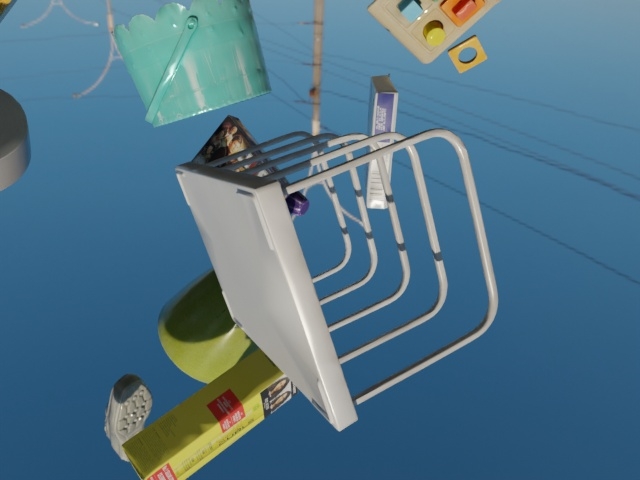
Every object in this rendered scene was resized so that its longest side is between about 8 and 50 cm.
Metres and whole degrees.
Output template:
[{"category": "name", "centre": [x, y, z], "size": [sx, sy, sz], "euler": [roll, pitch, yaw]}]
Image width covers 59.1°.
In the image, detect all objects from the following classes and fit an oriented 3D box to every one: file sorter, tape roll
[{"category": "file sorter", "centre": [0.000, 0.000, 0.536], "size": [0.173, 0.193, 0.277], "euler": [-24, -161, -20]}, {"category": "tape roll", "centre": [-0.598, -0.170, 0.925], "size": [0.219, 0.072, 0.219], "euler": [12, -130, -14]}]

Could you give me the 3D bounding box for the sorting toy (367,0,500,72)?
[{"category": "sorting toy", "centre": [0.216, -0.434, 1.049], "size": [0.347, 0.196, 0.047], "euler": [30, -140, -34]}]

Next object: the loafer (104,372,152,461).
[{"category": "loafer", "centre": [-0.474, 0.417, 1.356], "size": [0.111, 0.319, 0.112], "euler": [37, -137, 22]}]

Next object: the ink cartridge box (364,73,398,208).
[{"category": "ink cartridge box", "centre": [0.114, -0.204, 1.115], "size": [0.045, 0.223, 0.224], "euler": [3, -156, 2]}]

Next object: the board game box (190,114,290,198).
[{"category": "board game box", "centre": [-0.187, -0.147, 1.296], "size": [0.243, 0.165, 0.042], "euler": [51, -160, 23]}]

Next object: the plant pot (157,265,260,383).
[{"category": "plant pot", "centre": [-0.204, 0.156, 1.374], "size": [0.274, 0.293, 0.275], "euler": [30, -147, -22]}]

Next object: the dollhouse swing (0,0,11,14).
[{"category": "dollhouse swing", "centre": [-0.727, -0.521, 0.980], "size": [0.347, 0.315, 0.305], "euler": [38, -170, -30]}]

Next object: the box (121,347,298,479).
[{"category": "box", "centre": [-0.136, 0.232, 0.743], "size": [0.232, 0.087, 0.058], "euler": [-31, -124, -26]}]

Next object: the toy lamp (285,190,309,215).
[{"category": "toy lamp", "centre": [-0.153, -0.146, 1.545], "size": [0.274, 0.080, 0.080], "euler": [27, -141, 22]}]

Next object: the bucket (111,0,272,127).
[{"category": "bucket", "centre": [-0.232, -0.334, 1.063], "size": [0.281, 0.183, 0.281], "euler": [-16, -165, 4]}]
